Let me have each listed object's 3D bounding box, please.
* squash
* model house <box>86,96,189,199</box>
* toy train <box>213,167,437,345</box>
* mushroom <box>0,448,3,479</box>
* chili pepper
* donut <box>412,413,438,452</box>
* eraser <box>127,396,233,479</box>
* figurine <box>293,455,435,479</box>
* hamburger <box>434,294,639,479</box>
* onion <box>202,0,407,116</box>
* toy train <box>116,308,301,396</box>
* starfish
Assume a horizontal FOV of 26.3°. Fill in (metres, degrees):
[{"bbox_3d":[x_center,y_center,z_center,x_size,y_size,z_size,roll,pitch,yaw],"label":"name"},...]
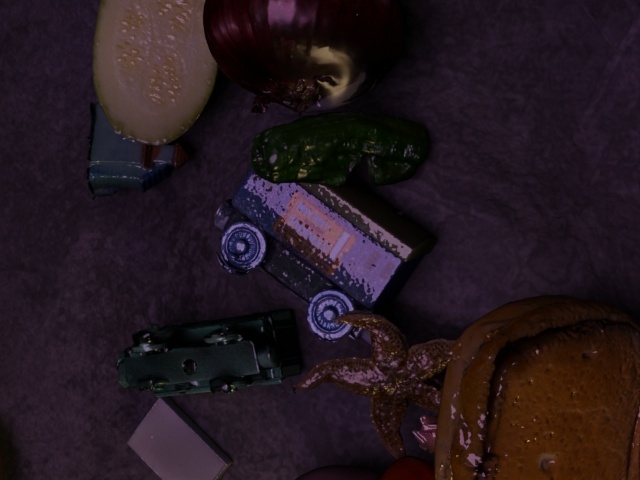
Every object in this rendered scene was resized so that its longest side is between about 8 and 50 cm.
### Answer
[{"bbox_3d":[-0.221,-0.276,1.881,0.189,0.189,0.260,17,81,23],"label":"squash"},{"bbox_3d":[-0.261,-0.135,2.006,0.149,0.119,0.148,6,76,1],"label":"model house"},{"bbox_3d":[0.000,0.000,1.879,0.300,0.131,0.202,36,106,15],"label":"toy train"},{"bbox_3d":[-0.646,0.383,2.217,0.297,0.163,0.278,-22,86,25],"label":"mushroom"},{"bbox_3d":[0.027,-0.123,1.792,0.083,0.253,0.099,52,136,47],"label":"chili pepper"},{"bbox_3d":[0.204,0.233,1.839,0.117,0.065,0.166,30,110,21],"label":"donut"},{"bbox_3d":[-0.214,0.321,2.076,0.150,0.023,0.104,43,112,16],"label":"eraser"},{"bbox_3d":[0.045,0.409,1.866,0.261,0.211,0.269,-20,120,-11],"label":"figurine"},{"bbox_3d":[0.274,0.217,1.683,0.174,0.284,0.304,19,107,53],"label":"hamburger"},{"bbox_3d":[-0.014,-0.301,1.779,0.273,0.273,0.285,7,75,25],"label":"onion"},{"bbox_3d":[-0.160,0.161,1.956,0.269,0.154,0.115,-10,93,27],"label":"toy train"},{"bbox_3d":[0.102,0.189,1.802,0.277,0.062,0.235,-16,108,18],"label":"starfish"}]
